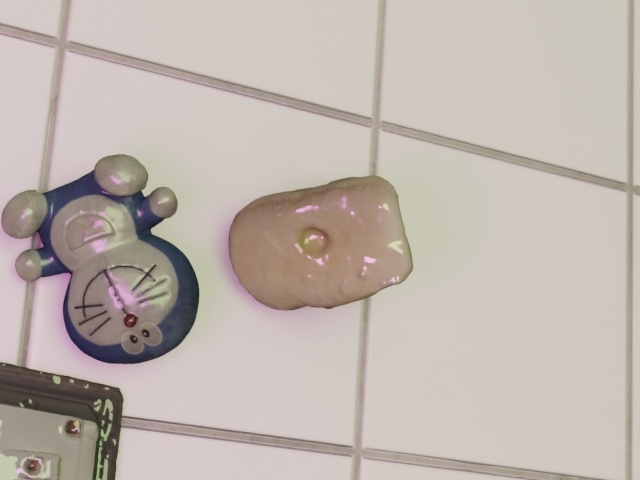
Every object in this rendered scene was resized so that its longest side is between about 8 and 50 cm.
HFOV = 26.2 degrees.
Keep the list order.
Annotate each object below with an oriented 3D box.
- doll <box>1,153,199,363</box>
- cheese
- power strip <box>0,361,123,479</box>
[{"bbox_3d":[-0.268,0.034,1.775,0.228,0.154,0.258,-25,82,2],"label":"doll"},{"bbox_3d":[0.000,0.002,1.939,0.247,0.251,0.174,-12,98,5],"label":"cheese"},{"bbox_3d":[-0.363,0.278,1.696,0.251,0.092,0.257,12,69,-23],"label":"power strip"}]
